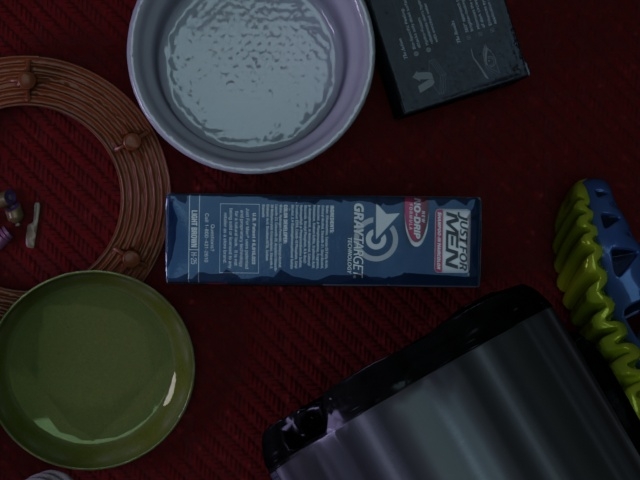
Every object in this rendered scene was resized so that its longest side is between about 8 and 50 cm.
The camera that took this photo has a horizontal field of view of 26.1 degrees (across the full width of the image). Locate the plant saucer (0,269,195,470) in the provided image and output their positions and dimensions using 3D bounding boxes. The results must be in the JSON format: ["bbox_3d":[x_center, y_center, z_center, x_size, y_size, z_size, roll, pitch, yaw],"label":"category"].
[{"bbox_3d":[-0.269,0.149,1.622,0.241,0.037,0.241,-2,100,-11],"label":"plant saucer"}]

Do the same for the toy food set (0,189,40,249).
[{"bbox_3d":[-0.398,-0.026,1.641,0.122,0.019,0.078,8,90,-3],"label":"toy food set"}]

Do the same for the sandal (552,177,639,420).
[{"bbox_3d":[0.366,0.074,1.615,0.138,0.126,0.317,-12,76,-10],"label":"sandal"}]

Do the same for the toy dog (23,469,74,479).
[{"bbox_3d":[-0.239,0.423,1.609,0.334,0.161,0.220,32,91,12],"label":"toy dog"}]

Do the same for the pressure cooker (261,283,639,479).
[{"bbox_3d":[0.178,0.304,1.483,0.375,0.370,0.420,-35,79,29],"label":"pressure cooker"}]

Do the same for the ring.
[{"bbox_3d":[-0.343,-0.048,1.616,0.337,0.032,0.336,-1,96,-9],"label":"ring"}]

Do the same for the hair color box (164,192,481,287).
[{"bbox_3d":[0.000,0.000,1.585,0.347,0.174,0.105,0,91,-3],"label":"hair color box"}]

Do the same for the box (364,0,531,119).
[{"bbox_3d":[0.143,-0.240,1.632,0.158,0.093,0.156,-18,91,-4],"label":"box"}]

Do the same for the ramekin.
[{"bbox_3d":[-0.080,-0.212,1.600,0.277,0.135,0.277,0,90,-4],"label":"ramekin"}]
